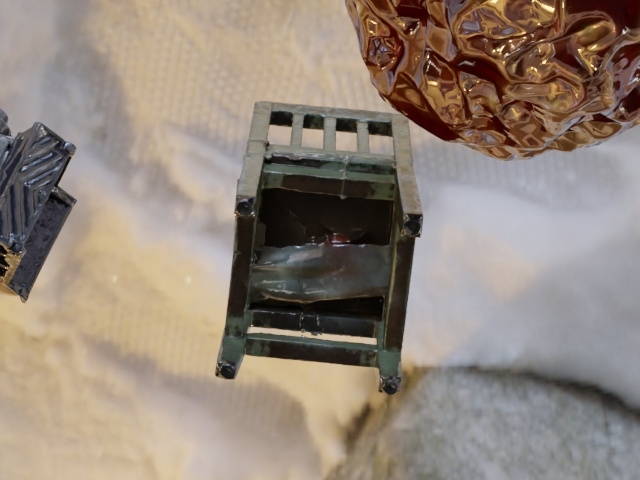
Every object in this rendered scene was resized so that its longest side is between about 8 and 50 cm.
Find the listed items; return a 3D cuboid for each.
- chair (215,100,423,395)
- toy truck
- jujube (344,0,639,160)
[{"bbox_3d":[0.000,0.000,1.194,0.136,0.270,0.147,5,108,-2],"label":"chair"},{"bbox_3d":[-0.207,-0.020,0.984,0.092,0.083,0.192,26,162,-10],"label":"toy truck"},{"bbox_3d":[0.147,-0.192,0.948,0.276,0.377,0.276,1,83,-12],"label":"jujube"}]
